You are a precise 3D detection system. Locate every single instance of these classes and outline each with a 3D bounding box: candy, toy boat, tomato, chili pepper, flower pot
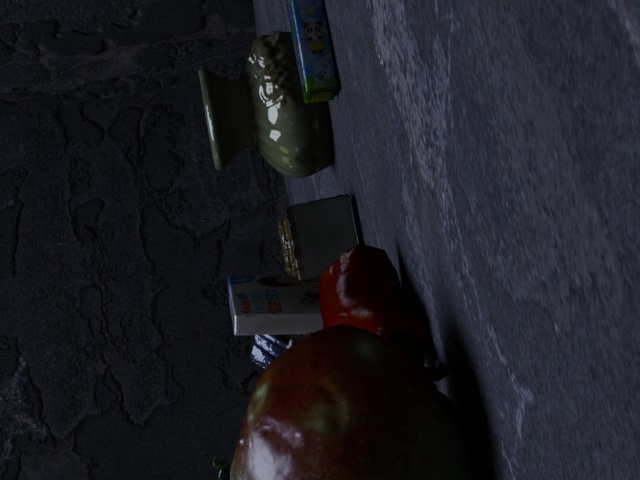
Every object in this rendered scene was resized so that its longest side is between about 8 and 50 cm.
[{"bbox_3d":[-0.015,-0.346,2.082,0.097,0.062,0.194,126,134,-85],"label":"candy"},{"bbox_3d":[-0.007,0.252,2.262,0.078,0.283,0.127,-60,7,6],"label":"toy boat"},{"bbox_3d":[0.047,0.253,1.381,0.239,0.303,0.303,17,126,40],"label":"tomato"},{"bbox_3d":[0.081,0.144,1.611,0.338,0.131,0.134,-112,2,-59],"label":"chili pepper"},{"bbox_3d":[-0.117,-0.269,2.428,0.307,0.244,0.307,168,90,-85],"label":"flower pot"}]

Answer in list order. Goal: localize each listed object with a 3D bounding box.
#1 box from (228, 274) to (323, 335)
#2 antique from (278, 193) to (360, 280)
[{"bbox_3d":[-0.044,0.122,2.306,0.273,0.265,0.048,-118,27,-73],"label":"box"},{"bbox_3d":[0.000,0.000,2.210,0.152,0.148,0.146,107,154,-87],"label":"antique"}]
